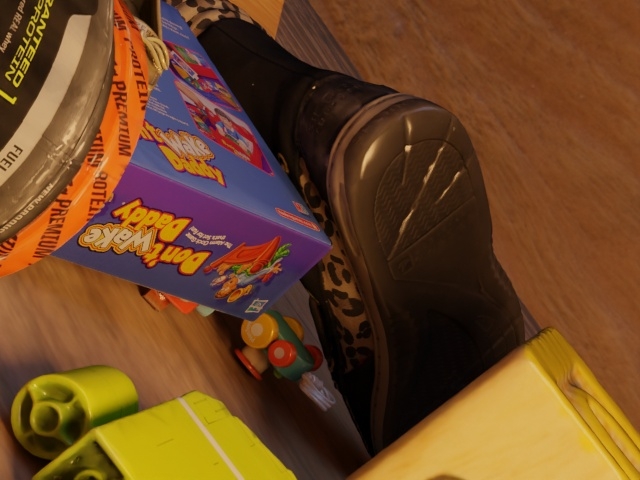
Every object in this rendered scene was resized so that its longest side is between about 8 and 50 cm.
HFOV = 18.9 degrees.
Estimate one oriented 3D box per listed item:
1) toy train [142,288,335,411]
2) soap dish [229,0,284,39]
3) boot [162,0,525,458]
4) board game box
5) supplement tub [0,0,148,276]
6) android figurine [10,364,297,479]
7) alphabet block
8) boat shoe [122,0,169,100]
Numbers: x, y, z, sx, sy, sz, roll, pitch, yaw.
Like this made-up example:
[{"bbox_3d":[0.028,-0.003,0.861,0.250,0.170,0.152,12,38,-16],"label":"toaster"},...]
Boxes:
[{"bbox_3d":[-0.064,0.056,1.292,0.166,0.046,0.125,44,14,-19],"label":"toy train"},{"bbox_3d":[-0.173,-0.259,1.524,0.291,0.118,0.229,42,-6,-36],"label":"soap dish"},{"bbox_3d":[0.000,0.000,1.414,0.284,0.138,0.377,36,-26,39],"label":"boot"},{"bbox_3d":[-0.163,-0.092,1.150,0.347,0.078,0.233,22,29,-54],"label":"board game box"},{"bbox_3d":[-0.218,-0.114,0.746,0.207,0.207,0.338,58,9,32],"label":"supplement tub"},{"bbox_3d":[-0.051,0.161,0.949,0.248,0.056,0.273,52,11,6],"label":"android figurine"},{"bbox_3d":[0.112,0.187,1.160,0.192,0.197,0.193,52,11,5],"label":"alphabet block"},{"bbox_3d":[-0.113,-0.125,1.124,0.056,0.048,0.153,40,18,-22],"label":"boat shoe"}]
